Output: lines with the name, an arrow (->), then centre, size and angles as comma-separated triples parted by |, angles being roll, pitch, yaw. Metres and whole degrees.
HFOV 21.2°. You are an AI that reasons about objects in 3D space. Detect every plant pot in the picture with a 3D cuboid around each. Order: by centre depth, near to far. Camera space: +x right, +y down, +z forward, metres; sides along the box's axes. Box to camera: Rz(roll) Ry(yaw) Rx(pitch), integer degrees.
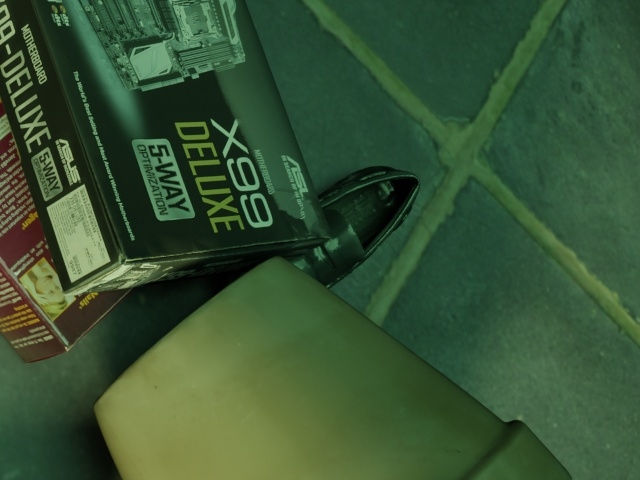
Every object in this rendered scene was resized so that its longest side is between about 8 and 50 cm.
plant pot -> -0.018, 0.177, 1.314 | 0.323, 0.323, 0.280 | -38, 86, -34

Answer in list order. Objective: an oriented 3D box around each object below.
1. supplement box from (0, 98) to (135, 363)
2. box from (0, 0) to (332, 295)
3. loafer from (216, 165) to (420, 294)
supplement box -> -0.234, -0.011, 1.313 | 0.188, 0.081, 0.104 | 53, 56, -14
box -> -0.139, -0.118, 1.340 | 0.242, 0.076, 0.307 | -6, 72, -51
loafer -> 0.000, 0.000, 1.476 | 0.223, 0.078, 0.076 | -38, 102, -34
